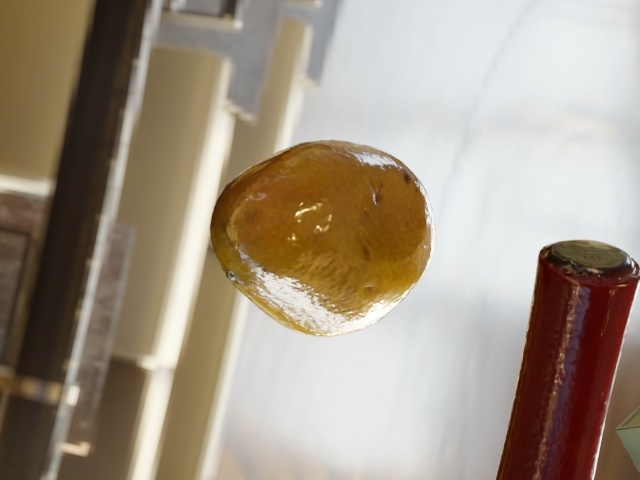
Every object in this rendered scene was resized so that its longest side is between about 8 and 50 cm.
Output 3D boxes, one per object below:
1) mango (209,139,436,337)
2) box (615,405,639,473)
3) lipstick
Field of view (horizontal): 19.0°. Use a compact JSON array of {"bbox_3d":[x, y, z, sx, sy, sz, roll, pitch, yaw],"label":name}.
[{"bbox_3d":[0.000,0.000,1.382,0.227,0.109,0.147,2,114,-54],"label":"mango"},{"bbox_3d":[0.441,0.190,2.017,0.129,0.225,0.086,-37,102,-31],"label":"box"},{"bbox_3d":[0.180,0.118,1.425,0.080,0.080,0.241,-35,137,-59],"label":"lipstick"}]
